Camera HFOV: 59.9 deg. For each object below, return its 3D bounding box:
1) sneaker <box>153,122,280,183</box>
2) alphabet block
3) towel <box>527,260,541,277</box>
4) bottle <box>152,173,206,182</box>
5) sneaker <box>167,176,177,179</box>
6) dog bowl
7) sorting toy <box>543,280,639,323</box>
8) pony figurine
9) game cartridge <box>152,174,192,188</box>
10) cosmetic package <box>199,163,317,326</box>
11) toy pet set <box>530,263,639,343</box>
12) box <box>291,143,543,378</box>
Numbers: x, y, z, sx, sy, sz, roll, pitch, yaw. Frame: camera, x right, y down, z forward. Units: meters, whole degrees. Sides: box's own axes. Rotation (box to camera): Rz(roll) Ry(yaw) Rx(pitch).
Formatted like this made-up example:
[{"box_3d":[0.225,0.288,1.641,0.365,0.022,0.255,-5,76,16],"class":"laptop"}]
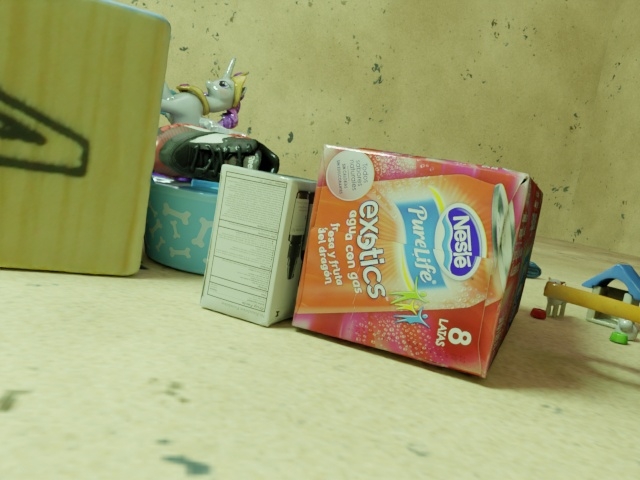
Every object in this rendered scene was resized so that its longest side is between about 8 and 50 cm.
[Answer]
[{"box_3d":[-0.183,-0.148,0.998,0.135,0.098,0.276,23,16,39],"class":"sneaker"},{"box_3d":[-0.244,-0.092,0.449,0.193,0.197,0.192,7,8,-26],"class":"alphabet block"},{"box_3d":[0.305,0.036,0.932,0.067,0.029,0.119,7,6,-30],"class":"towel"},{"box_3d":[-0.238,-0.129,1.156,0.282,0.118,0.092,9,-26,-14],"class":"bottle"},{"box_3d":[-0.262,-0.151,1.071,0.119,0.057,0.047,-2,-27,-45],"class":"sneaker"},{"box_3d":[-0.086,-0.018,0.599,0.165,0.074,0.297,11,6,6],"class":"dog bowl"},{"box_3d":[0.297,0.095,0.309,0.347,0.047,0.196,18,3,39],"class":"sorting toy"},{"box_3d":[-0.295,-0.236,1.295,0.363,0.351,0.302,-20,21,-38],"class":"pony figurine"},{"box_3d":[-0.219,-0.065,0.902,0.230,0.068,0.355,6,6,3],"class":"game cartridge"},{"box_3d":[0.000,0.000,0.464,0.060,0.099,0.239,15,8,23],"class":"cosmetic package"},{"box_3d":[0.291,0.057,0.547,0.122,0.065,0.114,16,9,43],"class":"toy pet set"},{"box_3d":[0.095,0.005,0.437,0.128,0.123,0.257,12,7,22],"class":"box"}]
